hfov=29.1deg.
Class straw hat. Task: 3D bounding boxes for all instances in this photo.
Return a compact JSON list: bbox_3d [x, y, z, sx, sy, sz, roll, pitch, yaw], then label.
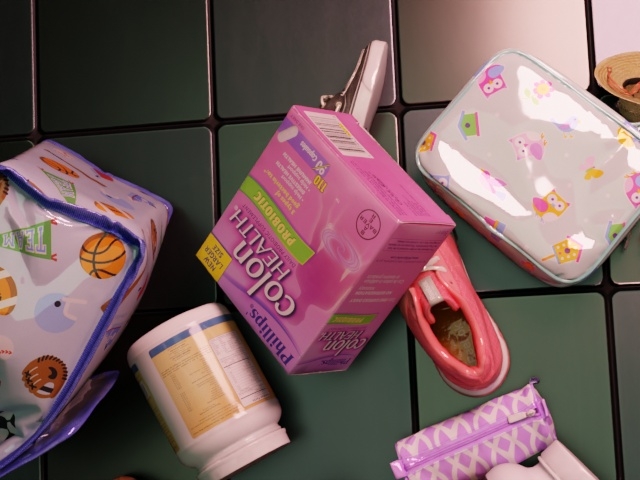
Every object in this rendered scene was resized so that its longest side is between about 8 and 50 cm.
[{"bbox_3d":[0.405,-0.176,1.527,0.144,0.144,0.061,13,128,11],"label":"straw hat"}]

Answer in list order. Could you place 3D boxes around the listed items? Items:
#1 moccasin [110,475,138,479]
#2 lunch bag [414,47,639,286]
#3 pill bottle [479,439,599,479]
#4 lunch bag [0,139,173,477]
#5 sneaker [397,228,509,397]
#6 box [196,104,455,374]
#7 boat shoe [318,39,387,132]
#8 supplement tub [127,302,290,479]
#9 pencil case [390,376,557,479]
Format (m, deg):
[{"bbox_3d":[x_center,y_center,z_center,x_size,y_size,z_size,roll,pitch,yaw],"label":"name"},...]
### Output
[{"bbox_3d":[-0.376,0.437,1.556,0.380,0.147,0.139,-29,80,6],"label":"moccasin"},{"bbox_3d":[0.277,-0.090,1.519,0.279,0.108,0.224,40,89,10],"label":"lunch bag"},{"bbox_3d":[0.208,0.391,1.445,0.181,0.181,0.323,45,92,11],"label":"pill bottle"},{"bbox_3d":[-0.347,0.104,1.475,0.239,0.328,0.385,29,96,-5],"label":"lunch bag"},{"bbox_3d":[0.137,0.046,1.514,0.116,0.136,0.314,-32,80,4],"label":"sneaker"},{"bbox_3d":[0.000,0.000,1.480,0.213,0.117,0.243,50,119,29],"label":"box"},{"bbox_3d":[0.028,-0.158,1.583,0.070,0.078,0.219,19,89,10],"label":"boat shoe"},{"bbox_3d":[-0.138,0.194,1.542,0.144,0.144,0.200,-30,81,5],"label":"supplement tub"},{"bbox_3d":[0.191,0.249,1.510,0.206,0.088,0.086,-26,79,7],"label":"pencil case"}]
